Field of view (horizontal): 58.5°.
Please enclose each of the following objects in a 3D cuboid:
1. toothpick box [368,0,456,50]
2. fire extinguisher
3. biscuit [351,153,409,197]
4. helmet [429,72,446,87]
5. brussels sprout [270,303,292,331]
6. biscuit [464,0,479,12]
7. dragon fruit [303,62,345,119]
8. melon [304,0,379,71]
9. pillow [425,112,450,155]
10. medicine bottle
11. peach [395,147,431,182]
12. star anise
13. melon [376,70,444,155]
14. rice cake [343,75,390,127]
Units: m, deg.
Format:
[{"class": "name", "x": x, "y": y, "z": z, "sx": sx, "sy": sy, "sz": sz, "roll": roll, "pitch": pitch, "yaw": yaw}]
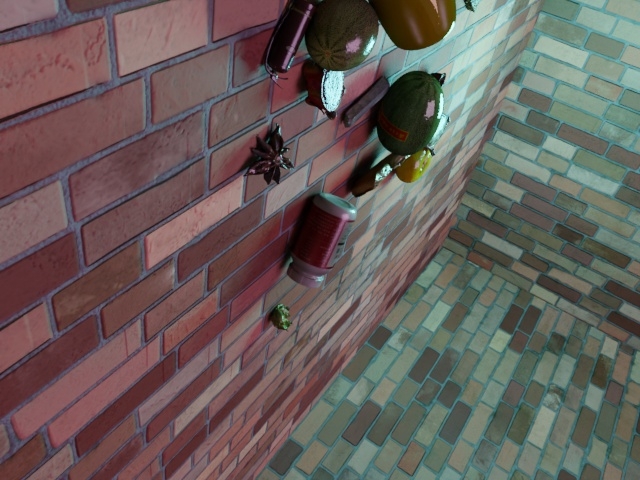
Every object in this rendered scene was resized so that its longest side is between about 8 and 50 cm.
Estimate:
[{"class": "toothpick box", "x": 0.165, "y": -0.505, "z": 1.102, "sx": 0.175, "sy": 0.175, "sz": 0.271, "roll": -55, "pitch": 140, "yaw": -15}, {"class": "fire extinguisher", "x": -0.060, "y": -0.364, "z": 1.050, "sx": 0.064, "sy": 0.043, "sz": 0.158, "roll": 17, "pitch": 104, "yaw": -40}, {"class": "biscuit", "x": 0.207, "y": -0.235, "z": 1.817, "sx": 0.299, "sy": 0.045, "sz": 0.154, "roll": -42, "pitch": -170, "yaw": -28}, {"class": "helmet", "x": 0.372, "y": -0.525, "z": 1.896, "sx": 0.089, "sy": 0.057, "sz": 0.111, "roll": -60, "pitch": 167, "yaw": 9}, {"class": "brussels sprout", "x": -0.122, "y": 0.233, "z": 1.754, "sx": 0.085, "sy": 0.058, "sz": 0.085, "roll": 17, "pitch": 70, "yaw": -59}, {"class": "biscuit", "x": 0.483, "y": -0.795, "z": 1.822, "sx": 0.064, "sy": 0.034, "sz": 0.199, "roll": -62, "pitch": 161, "yaw": 8}, {"class": "dragon fruit", "x": 0.003, "y": -0.336, "z": 1.226, "sx": 0.112, "sy": 0.068, "sz": 0.126, "roll": -65, "pitch": 151, "yaw": -19}, {"class": "melon", "x": 0.043, "y": -0.404, "z": 1.106, "sx": 0.139, "sy": 0.139, "sz": 0.192, "roll": 100, "pitch": 12, "yaw": -46}, {"class": "pillow", "x": 0.348, "y": -0.394, "z": 1.940, "sx": 0.255, "sy": 0.059, "sz": 0.169, "roll": 18, "pitch": 92, "yaw": -52}, {"class": "medicine bottle", "x": 0.000, "y": 0.000, "z": 1.600, "sx": 0.131, "sy": 0.131, "sz": 0.250, "roll": -15, "pitch": 131, "yaw": -64}, {"class": "peach", "x": 0.335, "y": -0.290, "z": 2.082, "sx": 0.179, "sy": 0.103, "sz": 0.179, "roll": -51, "pitch": 155, "yaw": -35}, {"class": "star anise", "x": -0.113, "y": -0.166, "z": 1.192, "sx": 0.129, "sy": 0.056, "sz": 0.124, "roll": -44, "pitch": 131, "yaw": -30}, {"class": "melon", "x": 0.255, "y": -0.355, "z": 1.655, "sx": 0.182, "sy": 0.182, "sz": 0.288, "roll": -46, "pitch": 161, "yaw": -36}, {"class": "rice cake", "x": 0.123, "y": -0.370, "z": 1.524, "sx": 0.211, "sy": 0.034, "sz": 0.043, "roll": -48, "pitch": 166, "yaw": -33}]
